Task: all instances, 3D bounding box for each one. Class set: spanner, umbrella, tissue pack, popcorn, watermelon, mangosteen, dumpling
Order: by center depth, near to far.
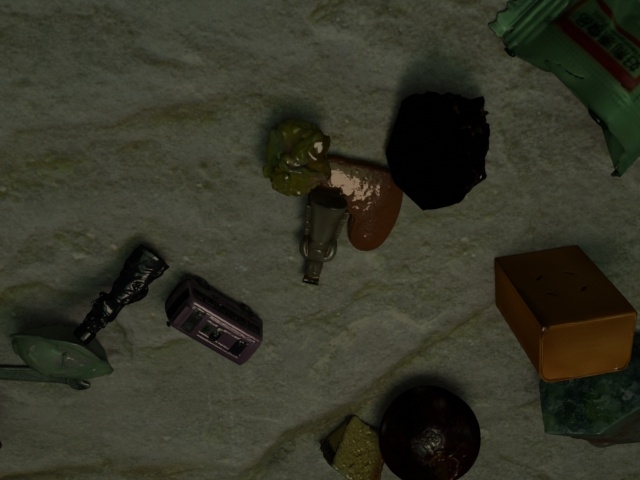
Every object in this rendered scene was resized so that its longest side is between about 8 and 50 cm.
[{"bbox_3d":[-0.043,-0.153,1.488,0.126,0.126,0.145,27,95,-47],"label":"popcorn"},{"bbox_3d":[-0.396,0.111,1.562,0.080,0.071,0.224,44,77,-21],"label":"umbrella"},{"bbox_3d":[-0.514,0.229,1.588,0.217,0.149,0.104,21,95,-17],"label":"dumpling"},{"bbox_3d":[0.493,0.144,1.630,0.195,0.274,0.145,-10,119,-3],"label":"tissue pack"},{"bbox_3d":[-0.630,0.279,1.670,0.302,0.017,0.071,6,116,-12],"label":"spanner"},{"bbox_3d":[0.250,0.453,1.757,0.236,0.261,0.235,-3,116,-6],"label":"mangosteen"},{"bbox_3d":[0.664,0.372,1.819,0.387,0.228,0.258,-17,127,-10],"label":"watermelon"}]

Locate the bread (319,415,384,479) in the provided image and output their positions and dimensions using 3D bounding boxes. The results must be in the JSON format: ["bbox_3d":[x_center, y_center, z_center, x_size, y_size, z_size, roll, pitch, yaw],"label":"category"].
[{"bbox_3d":[0.086,0.501,1.826,0.147,0.152,0.127,40,104,-15],"label":"bread"}]

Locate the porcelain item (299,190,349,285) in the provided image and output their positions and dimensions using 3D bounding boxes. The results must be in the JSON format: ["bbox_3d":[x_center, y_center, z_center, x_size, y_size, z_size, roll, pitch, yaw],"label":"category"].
[{"bbox_3d":[0.000,0.000,1.586,0.084,0.054,0.213,13,130,1],"label":"porcelain item"}]

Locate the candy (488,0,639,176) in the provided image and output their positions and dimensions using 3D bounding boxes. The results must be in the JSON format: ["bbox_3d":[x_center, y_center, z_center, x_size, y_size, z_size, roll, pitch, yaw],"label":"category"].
[{"bbox_3d":[0.525,-0.343,1.474,0.263,0.172,0.398,-43,95,2],"label":"candy"}]

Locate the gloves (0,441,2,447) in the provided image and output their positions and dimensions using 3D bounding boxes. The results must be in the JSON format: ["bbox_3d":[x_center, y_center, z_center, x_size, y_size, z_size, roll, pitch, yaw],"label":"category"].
[{"bbox_3d":[-0.722,0.359,1.636,0.142,0.119,0.285,25,125,3],"label":"gloves"}]

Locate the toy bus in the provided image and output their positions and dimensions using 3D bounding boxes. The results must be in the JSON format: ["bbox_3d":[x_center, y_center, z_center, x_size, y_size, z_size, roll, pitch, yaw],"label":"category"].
[{"bbox_3d":[-0.218,0.166,1.624,0.199,0.108,0.096,34,107,-23],"label":"toy bus"}]

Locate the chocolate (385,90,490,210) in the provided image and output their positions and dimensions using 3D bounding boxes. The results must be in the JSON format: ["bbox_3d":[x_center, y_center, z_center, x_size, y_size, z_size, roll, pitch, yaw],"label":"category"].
[{"bbox_3d":[0.267,-0.181,1.497,0.177,0.206,0.224,-19,141,-32],"label":"chocolate"}]

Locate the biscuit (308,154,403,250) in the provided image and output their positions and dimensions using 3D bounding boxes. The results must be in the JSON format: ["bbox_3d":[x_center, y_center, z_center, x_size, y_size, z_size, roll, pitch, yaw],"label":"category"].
[{"bbox_3d":[0.065,-0.070,1.589,0.192,0.036,0.186,13,116,-14],"label":"biscuit"}]
